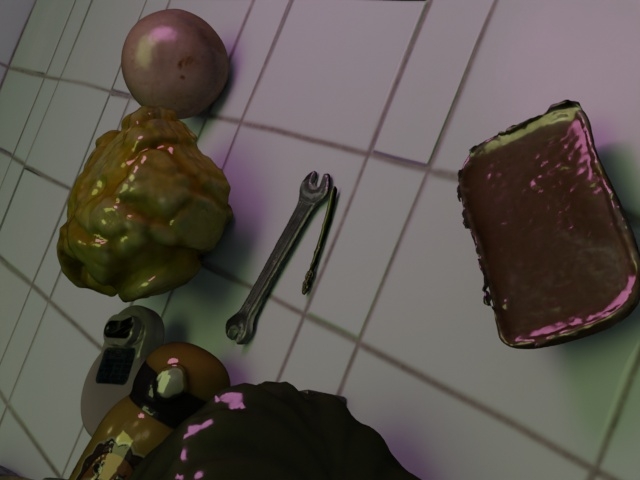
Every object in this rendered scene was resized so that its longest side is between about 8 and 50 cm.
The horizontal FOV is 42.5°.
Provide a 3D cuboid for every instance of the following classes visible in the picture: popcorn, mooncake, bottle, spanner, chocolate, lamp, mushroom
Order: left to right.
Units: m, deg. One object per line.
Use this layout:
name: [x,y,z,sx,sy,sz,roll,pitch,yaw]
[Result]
lamp: [-0.312,0.233,1.375,0.179,0.108,0.246,-2,74,38]
popcorn: [-0.300,-0.053,1.352,0.294,0.292,0.334,66,161,0]
bottle: [-0.259,0.315,1.211,0.171,0.171,0.351,24,85,52]
mushroom: [-0.272,-0.332,1.565,0.204,0.204,0.204,-24,55,41]
spanner: [-0.064,0.028,1.259,0.071,0.017,0.302,36,100,51]
mooncake: [-0.025,0.312,0.810,0.194,0.356,0.356,-52,41,22]
chocolate: [0.242,-0.006,0.863,0.161,0.083,0.262,-20,57,23]

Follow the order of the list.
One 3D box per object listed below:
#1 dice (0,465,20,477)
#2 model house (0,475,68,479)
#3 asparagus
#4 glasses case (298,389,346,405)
dice: [-0.778,0.589,1.567,0.328,0.330,0.348,7,74,54]
model house: [-0.462,0.486,1.374,0.189,0.214,0.195,-1,78,57]
asparagus: [0.000,0.000,1.199,0.016,0.013,0.166,15,83,9]
glasses case: [-0.061,0.238,1.112,0.205,0.070,0.047,-19,62,43]
